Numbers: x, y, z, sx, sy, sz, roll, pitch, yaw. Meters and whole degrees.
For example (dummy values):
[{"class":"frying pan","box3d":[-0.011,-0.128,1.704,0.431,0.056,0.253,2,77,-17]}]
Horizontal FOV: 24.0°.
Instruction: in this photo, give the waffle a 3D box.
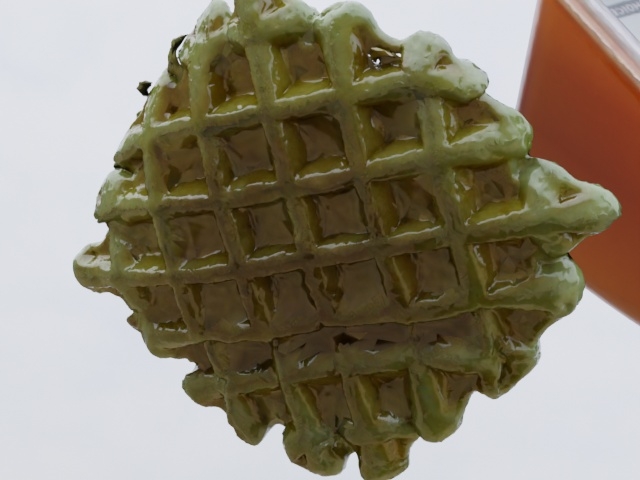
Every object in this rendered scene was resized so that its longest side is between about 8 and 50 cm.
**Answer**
[{"class":"waffle","box3d":[0.000,0.000,0.640,0.208,0.054,0.214,34,-58,5]}]

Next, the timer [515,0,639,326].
[{"class":"timer","box3d":[0.254,-0.036,0.741,0.250,0.257,0.161,42,-45,34]}]
